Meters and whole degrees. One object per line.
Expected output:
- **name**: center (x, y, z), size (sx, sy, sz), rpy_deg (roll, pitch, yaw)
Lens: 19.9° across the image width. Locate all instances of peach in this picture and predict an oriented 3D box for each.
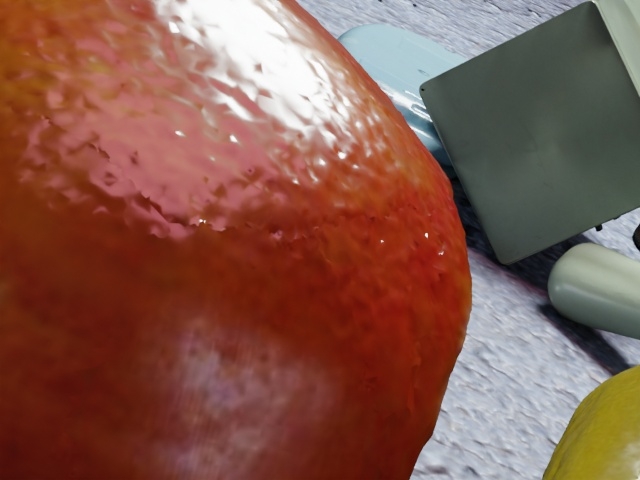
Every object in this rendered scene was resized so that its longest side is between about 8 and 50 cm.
- **peach**: center (-0.114, -0.012, 0.694), size (0.380, 0.242, 0.306), rpy_deg (32, 15, 7)

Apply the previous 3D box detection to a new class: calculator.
- **calculator**: center (0.090, -0.114, 1.522), size (0.188, 0.042, 0.302), rpy_deg (29, 19, -2)

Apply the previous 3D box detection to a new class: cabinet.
- **cabinet**: center (0.195, -0.087, 1.370), size (0.150, 0.145, 0.206), rpy_deg (64, 23, 0)

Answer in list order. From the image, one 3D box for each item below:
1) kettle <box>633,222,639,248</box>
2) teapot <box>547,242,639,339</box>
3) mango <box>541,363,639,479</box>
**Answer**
- **kettle**: center (0.376, -0.074, 1.528), size (0.144, 0.232, 0.202), rpy_deg (23, 20, -20)
- **teapot**: center (0.298, 0.084, 1.165), size (0.220, 0.149, 0.318), rpy_deg (46, -3, -17)
- **mango**: center (0.194, 0.154, 0.867), size (0.195, 0.142, 0.331), rpy_deg (28, 26, 10)
